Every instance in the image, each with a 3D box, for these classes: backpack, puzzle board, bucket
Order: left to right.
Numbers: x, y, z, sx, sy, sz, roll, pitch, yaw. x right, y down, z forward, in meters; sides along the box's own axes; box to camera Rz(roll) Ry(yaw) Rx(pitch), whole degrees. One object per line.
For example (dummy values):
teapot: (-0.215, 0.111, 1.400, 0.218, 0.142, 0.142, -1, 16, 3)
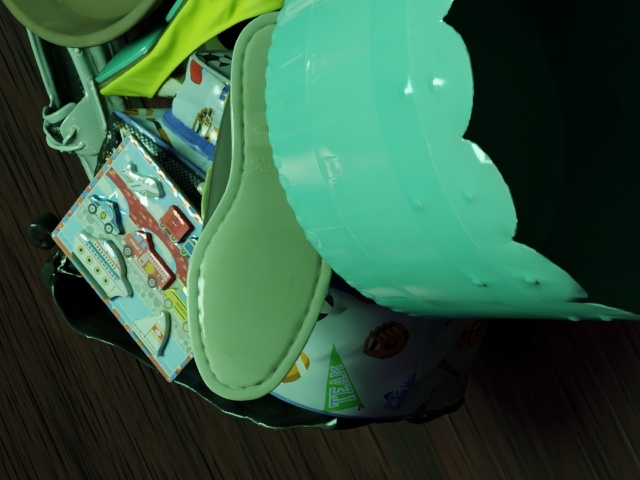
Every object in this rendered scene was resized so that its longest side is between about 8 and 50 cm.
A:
puzzle board: (-0.107, 0.012, 1.196, 0.128, 0.011, 0.096, 50, 119, 16)
backpack: (0.000, 0.000, 1.278, 0.263, 0.276, 0.213, 43, 122, 26)
bucket: (0.117, -0.083, 1.074, 0.183, 0.281, 0.281, -10, 98, 51)

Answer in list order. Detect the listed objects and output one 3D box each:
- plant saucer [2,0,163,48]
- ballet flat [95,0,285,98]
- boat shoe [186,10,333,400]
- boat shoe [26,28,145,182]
plant saucer: (-0.173, -0.286, 1.469, 0.278, 0.041, 0.277, 4, 96, 45)
ballet flat: (-0.095, -0.150, 1.459, 0.077, 0.077, 0.231, 43, 140, -8)
boat shoe: (-0.030, -0.016, 1.126, 0.068, 0.081, 0.227, 106, 172, -80)
boat shoe: (-0.196, -0.109, 1.584, 0.079, 0.081, 0.227, -6, 100, 51)
